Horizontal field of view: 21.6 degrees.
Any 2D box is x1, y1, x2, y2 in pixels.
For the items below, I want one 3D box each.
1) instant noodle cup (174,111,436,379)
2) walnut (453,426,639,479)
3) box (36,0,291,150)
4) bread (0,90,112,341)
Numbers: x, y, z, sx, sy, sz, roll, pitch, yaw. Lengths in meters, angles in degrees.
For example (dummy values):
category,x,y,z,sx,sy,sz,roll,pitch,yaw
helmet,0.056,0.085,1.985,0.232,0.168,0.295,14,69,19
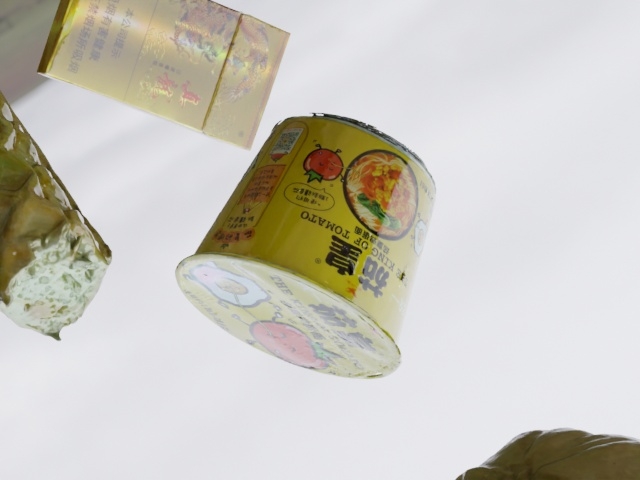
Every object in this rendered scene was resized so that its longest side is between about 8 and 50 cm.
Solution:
category,x,y,z,sx,sy,sz,roll,pitch,yaw
instant noodle cup,0.000,0.000,1.270,0.182,0.182,0.144,-13,-132,54
walnut,0.194,0.289,1.270,0.253,0.277,0.282,-19,-174,31
box,-0.100,-0.123,1.101,0.022,0.156,0.089,20,-91,61
bread,-0.242,-0.051,1.199,0.087,0.098,0.269,-38,-123,1
